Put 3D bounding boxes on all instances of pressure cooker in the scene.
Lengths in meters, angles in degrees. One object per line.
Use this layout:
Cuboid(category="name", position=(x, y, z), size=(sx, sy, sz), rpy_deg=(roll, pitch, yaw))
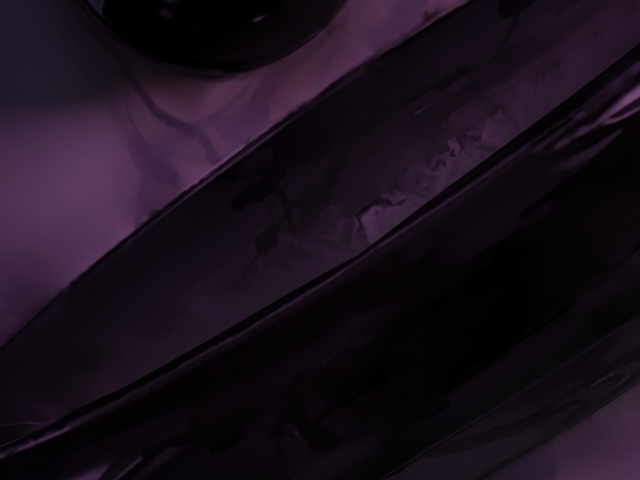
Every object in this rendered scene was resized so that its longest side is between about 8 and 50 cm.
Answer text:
Cuboid(category="pressure cooker", position=(0.038, -0.024, 0.596), size=(0.420, 0.375, 0.370), rpy_deg=(-69, 172, -78))
